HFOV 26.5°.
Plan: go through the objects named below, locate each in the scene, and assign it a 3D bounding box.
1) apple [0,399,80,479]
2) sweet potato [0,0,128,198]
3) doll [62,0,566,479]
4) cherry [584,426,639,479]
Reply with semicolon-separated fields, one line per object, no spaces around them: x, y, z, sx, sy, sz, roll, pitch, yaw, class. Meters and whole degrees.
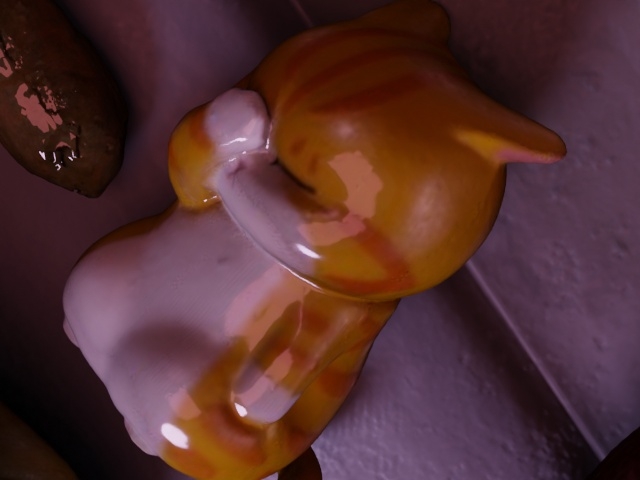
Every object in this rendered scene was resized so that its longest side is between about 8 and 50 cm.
-0.255;0.180;0.757;0.250;0.277;0.309;-23;124;5;apple
-0.198;-0.141;0.761;0.075;0.075;0.273;-38;91;19;sweet potato
-0.016;0.007;0.712;0.167;0.162;0.269;51;118;29;doll
0.239;0.172;0.676;0.230;0.203;0.300;36;85;10;cherry
